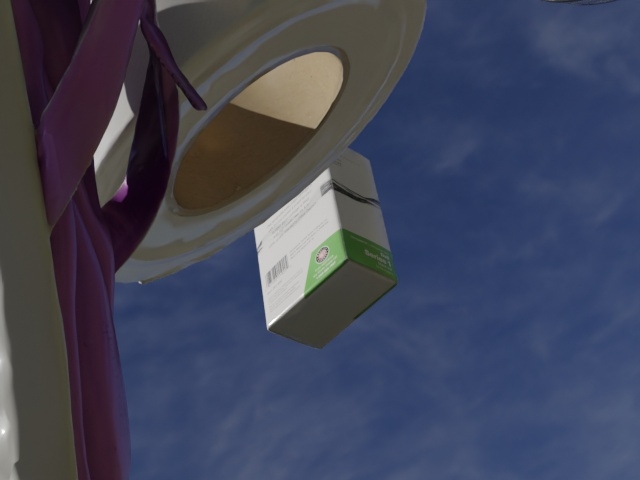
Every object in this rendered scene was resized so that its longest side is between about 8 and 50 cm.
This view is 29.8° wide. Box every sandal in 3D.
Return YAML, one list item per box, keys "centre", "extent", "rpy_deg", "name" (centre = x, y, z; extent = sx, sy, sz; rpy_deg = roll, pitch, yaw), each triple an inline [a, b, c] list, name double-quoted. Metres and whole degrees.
- centre: [-0.102, -0.048, 0.560]
  extent: [0.102, 0.169, 0.416]
  rpy_deg: [-4, -89, -1]
  name: "sandal"

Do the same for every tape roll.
- centre: [-0.069, -0.100, 0.777]
  extent: [0.286, 0.100, 0.286]
  rpy_deg: [-38, -16, -13]
  name: "tape roll"

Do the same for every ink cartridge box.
- centre: [0.000, 0.000, 1.534]
  extent: [0.093, 0.219, 0.160]
  rpy_deg: [25, -51, -32]
  name: "ink cartridge box"

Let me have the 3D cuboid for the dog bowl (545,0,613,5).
- centre: [0.425, -0.551, 1.857]
  extent: [0.150, 0.408, 0.408]
  rpy_deg: [10, -60, -54]
  name: "dog bowl"
